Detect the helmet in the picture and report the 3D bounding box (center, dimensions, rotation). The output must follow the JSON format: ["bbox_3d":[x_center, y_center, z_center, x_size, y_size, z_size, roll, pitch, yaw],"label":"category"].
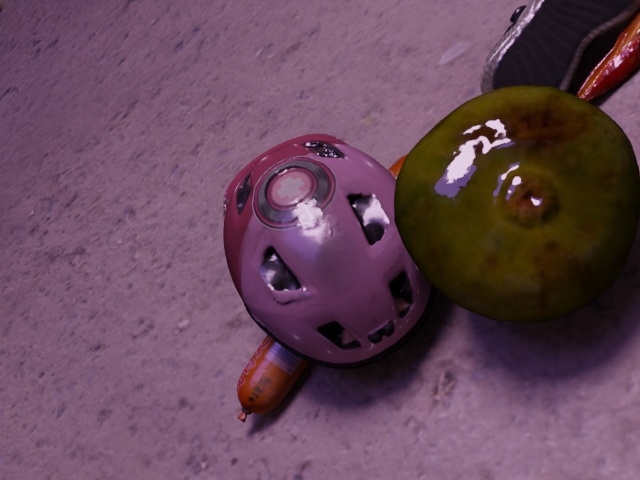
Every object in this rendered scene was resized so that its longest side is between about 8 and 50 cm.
[{"bbox_3d":[0.000,0.000,0.966,0.198,0.154,0.253,-32,78,1],"label":"helmet"}]

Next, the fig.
[{"bbox_3d":[0.167,-0.029,0.876,0.203,0.203,0.225,-52,-3,-4],"label":"fig"}]

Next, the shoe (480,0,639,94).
[{"bbox_3d":[0.235,-0.216,1.021,0.227,0.099,0.112,-53,6,-3],"label":"shoe"}]

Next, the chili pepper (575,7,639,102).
[{"bbox_3d":[0.302,-0.186,0.982,0.178,0.027,0.045,-48,32,1],"label":"chili pepper"}]

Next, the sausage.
[{"bbox_3d":[0.016,0.043,1.055,0.348,0.053,0.053,-54,36,-6],"label":"sausage"}]
